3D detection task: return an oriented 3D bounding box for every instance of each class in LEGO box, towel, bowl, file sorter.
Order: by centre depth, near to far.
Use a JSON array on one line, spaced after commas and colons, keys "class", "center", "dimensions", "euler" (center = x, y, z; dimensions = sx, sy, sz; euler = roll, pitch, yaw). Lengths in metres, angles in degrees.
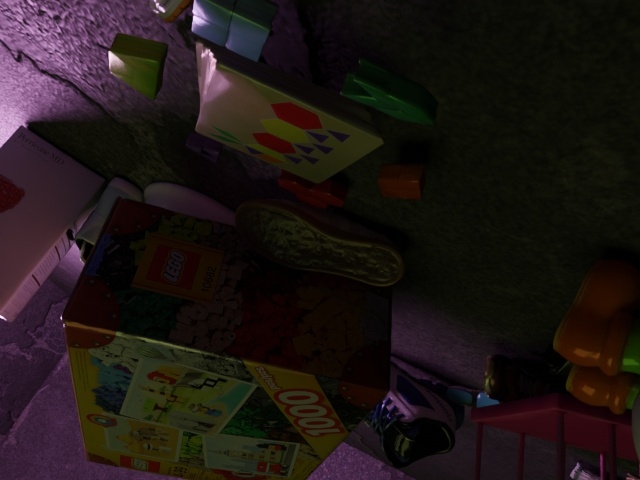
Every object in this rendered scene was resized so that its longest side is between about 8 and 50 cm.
[{"class": "file sorter", "center": [0.363, 0.325, 0.680], "dimensions": [0.290, 0.182, 0.202], "euler": [16, 155, -8]}, {"class": "LEGO box", "center": [-0.153, 0.204, 0.826], "dimensions": [0.372, 0.193, 0.500], "euler": [14, 139, -8]}, {"class": "bowl", "center": [-0.210, 0.043, 0.934], "dimensions": [0.297, 0.134, 0.298], "euler": [25, 156, 12]}, {"class": "towel", "center": [0.574, 0.491, 1.062], "dimensions": [0.152, 0.023, 0.113], "euler": [22, 163, 30]}]

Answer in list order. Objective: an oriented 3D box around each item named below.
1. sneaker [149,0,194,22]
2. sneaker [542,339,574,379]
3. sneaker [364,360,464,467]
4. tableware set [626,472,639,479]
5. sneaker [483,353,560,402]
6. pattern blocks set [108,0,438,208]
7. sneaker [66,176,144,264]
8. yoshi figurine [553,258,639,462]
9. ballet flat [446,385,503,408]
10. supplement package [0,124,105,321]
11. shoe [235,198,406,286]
[{"class": "sneaker", "center": [-0.072, -0.220, 0.286], "dimensions": [0.121, 0.099, 0.262], "euler": [45, 152, -22]}, {"class": "sneaker", "center": [0.310, 0.153, 0.651], "dimensions": [0.084, 0.058, 0.152], "euler": [24, 159, 19]}, {"class": "sneaker", "center": [0.122, 0.308, 1.008], "dimensions": [0.315, 0.127, 0.182], "euler": [20, -165, 7]}, {"class": "tableware set", "center": [0.632, 0.482, 0.997], "dimensions": [0.141, 0.020, 0.169], "euler": [20, 159, 35]}, {"class": "sneaker", "center": [0.306, 0.220, 0.794], "dimensions": [0.083, 0.070, 0.185], "euler": [-5, 146, 40]}, {"class": "pattern blocks set", "center": [-0.037, -0.100, 0.468], "dimensions": [0.285, 0.026, 0.325], "euler": [23, 169, -23]}, {"class": "sneaker", "center": [-0.406, -0.013, 1.023], "dimensions": [0.094, 0.151, 0.256], "euler": [31, 158, -7]}, {"class": "yoshi figurine", "center": [0.392, 0.121, 0.414], "dimensions": [0.362, 0.203, 0.203], "euler": [28, 121, 42]}, {"class": "ballet flat", "center": [0.291, 0.293, 0.997], "dimensions": [0.114, 0.041, 0.041], "euler": [9, 149, 41]}, {"class": "supplement package", "center": [-0.557, -0.025, 0.989], "dimensions": [0.177, 0.293, 0.175], "euler": [34, 157, -12]}, {"class": "shoe", "center": [0.000, 0.000, 0.669], "dimensions": [0.219, 0.058, 0.077], "euler": [20, 113, 9]}]
